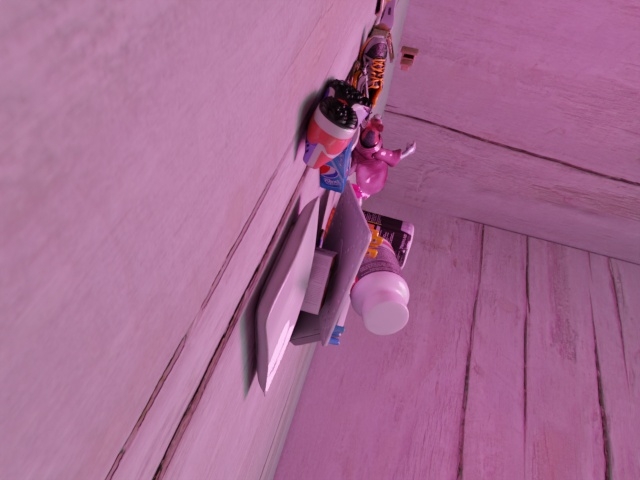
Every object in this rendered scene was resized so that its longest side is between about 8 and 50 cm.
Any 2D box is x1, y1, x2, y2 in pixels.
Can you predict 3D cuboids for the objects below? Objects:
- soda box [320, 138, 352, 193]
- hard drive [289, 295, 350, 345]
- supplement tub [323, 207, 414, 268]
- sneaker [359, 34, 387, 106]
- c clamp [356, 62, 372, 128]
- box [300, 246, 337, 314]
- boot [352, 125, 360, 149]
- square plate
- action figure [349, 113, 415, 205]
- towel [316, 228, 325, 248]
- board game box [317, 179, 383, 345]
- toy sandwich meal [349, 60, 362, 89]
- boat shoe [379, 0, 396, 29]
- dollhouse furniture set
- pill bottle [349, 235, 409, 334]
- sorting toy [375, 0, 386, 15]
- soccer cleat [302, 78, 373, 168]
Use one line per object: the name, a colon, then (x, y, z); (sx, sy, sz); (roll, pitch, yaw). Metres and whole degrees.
soda box: (0.040, -0.207, 1.203); (0.210, 0.067, 0.071); (88, 19, -68)
hard drive: (0.020, 0.211, 1.597); (0.203, 0.040, 0.307); (-21, -147, 37)
supplement tub: (0.182, -0.013, 1.767); (0.193, 0.316, 0.193); (17, 90, -84)
sneaker: (0.157, -0.487, 1.352); (0.083, 0.084, 0.214); (-115, -155, -42)
c clamp: (0.126, -0.401, 1.294); (0.137, 0.022, 0.160); (-58, 146, -54)
box: (-0.019, 0.111, 1.349); (0.130, 0.091, 0.170); (-37, 141, -80)
boot: (0.086, -0.309, 1.334); (0.086, 0.069, 0.189); (75, 30, -66)
square plate: (-0.081, 0.126, 1.052); (0.343, 0.049, 0.347); (99, 9, -48)
action figure: (0.144, -0.307, 1.545); (0.276, 0.248, 0.370); (-41, 168, -3)
towel: (0.000, 0.000, 1.611); (0.060, 0.010, 0.083); (52, 53, -83)
board game box: (0.067, 0.060, 1.427); (0.390, 0.051, 0.389); (-101, -153, -60)
toy sandwich meal: (0.105, -0.464, 1.312); (0.085, 0.029, 0.085); (15, 90, -84)
boat shoe: (0.238, -0.782, 1.622); (0.040, 0.049, 0.142); (-41, 143, -79)
dollhouse furniture set: (0.219, -0.578, 1.432); (0.101, 0.161, 0.181); (98, 9, -47)
pill bottle: (0.171, 0.134, 1.423); (0.318, 0.177, 0.176); (-99, -162, -57)
sorting toy: (0.219, -0.818, 1.412); (0.208, 0.038, 0.192); (99, 9, -47)
soccer cleat: (0.033, -0.253, 0.977); (0.116, 0.109, 0.318); (-55, -173, 32)
